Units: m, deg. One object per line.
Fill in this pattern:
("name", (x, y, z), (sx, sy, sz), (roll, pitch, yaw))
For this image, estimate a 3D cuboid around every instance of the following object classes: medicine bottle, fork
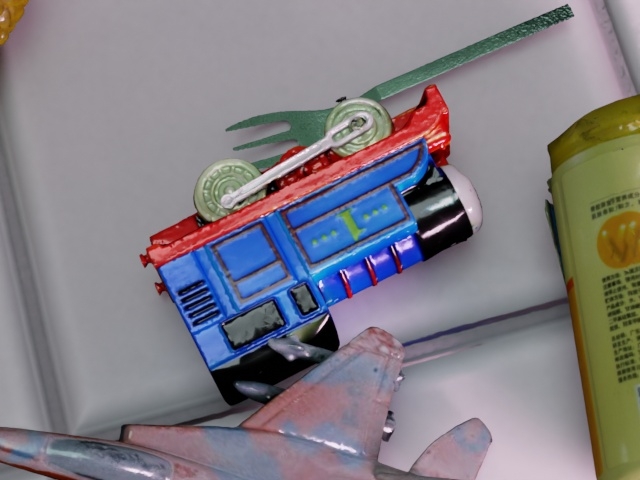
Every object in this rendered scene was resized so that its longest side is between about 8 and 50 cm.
("medicine bottle", (0.201, 0.031, 1.094), (0.124, 0.124, 0.239), (-8, 69, 1))
("fork", (0.054, -0.097, 1.200), (0.235, 0.021, 0.039), (-22, 75, -6))

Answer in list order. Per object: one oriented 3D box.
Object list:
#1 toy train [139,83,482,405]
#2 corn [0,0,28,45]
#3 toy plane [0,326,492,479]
("toy train", (0.000, 0.000, 1.135), (0.204, 0.083, 0.131), (-27, 71, -4))
("corn", (-0.283, -0.087, 1.176), (0.106, 0.106, 0.305), (28, 79, 13))
("toy plane", (-0.053, 0.140, 1.039), (0.326, 0.104, 0.223), (14, 76, -17))
